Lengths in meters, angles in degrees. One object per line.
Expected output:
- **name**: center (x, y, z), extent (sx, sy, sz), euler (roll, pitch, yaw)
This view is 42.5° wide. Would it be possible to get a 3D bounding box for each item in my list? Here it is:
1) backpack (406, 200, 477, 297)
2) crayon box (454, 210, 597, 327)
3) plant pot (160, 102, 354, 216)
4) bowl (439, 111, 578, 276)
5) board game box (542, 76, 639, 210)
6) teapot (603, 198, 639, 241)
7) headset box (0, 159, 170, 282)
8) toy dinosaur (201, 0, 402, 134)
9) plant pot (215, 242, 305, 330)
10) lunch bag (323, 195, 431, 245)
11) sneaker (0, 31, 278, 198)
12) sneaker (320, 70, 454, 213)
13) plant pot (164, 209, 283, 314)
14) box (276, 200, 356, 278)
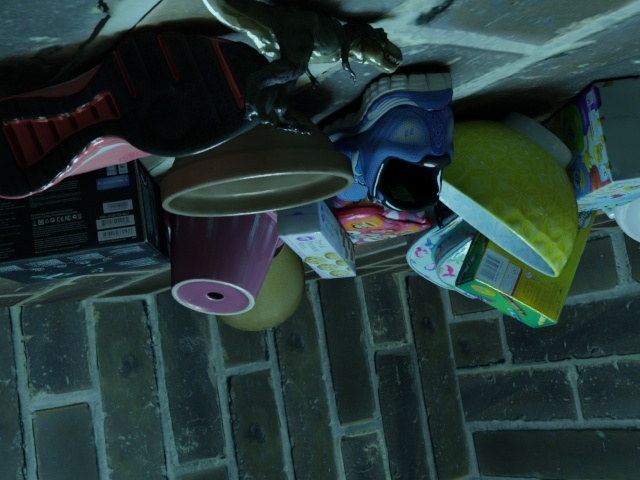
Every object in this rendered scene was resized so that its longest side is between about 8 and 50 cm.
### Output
- **backpack**: center (0.294, -0.003, 1.601), extent (0.225, 0.191, 0.254), euler (30, 136, -34)
- **crayon box**: center (0.362, -0.012, 1.406), extent (0.165, 0.278, 0.081), euler (28, 163, -9)
- **plant pot**: center (-0.082, -0.105, 1.020), extent (0.238, 0.109, 0.237), euler (-8, 172, -1)
- **bowl**: center (0.275, -0.093, 1.204), extent (0.156, 0.289, 0.289), euler (-51, 168, 2)
- **board game box**: center (0.434, -0.135, 1.238), extent (0.145, 0.141, 0.275), euler (-8, 172, -6)
- **teapot**: center (0.627, -0.120, 1.465), extent (0.256, 0.187, 0.252), euler (17, 140, -15)
- **headset box**: center (-0.367, -0.022, 1.244), extent (0.247, 0.131, 0.283), euler (-8, 172, -3)
- **toy dinosaur**: center (-0.030, -0.156, 0.714), extent (0.064, 0.118, 0.268), euler (16, -172, 37)
- **plant pot**: center (-0.141, 0.041, 1.749), extent (0.237, 0.237, 0.254), euler (-7, 157, -9)
- **lunch bag**: center (0.038, -0.061, 1.491), extent (0.258, 0.120, 0.293), euler (-9, 170, 31)
- **sneaker**: center (-0.190, -0.135, 0.813), extent (0.314, 0.115, 0.136), euler (-13, -165, 11)
- **sneaker**: center (0.079, -0.098, 1.077), extent (0.130, 0.147, 0.330), euler (-5, 169, -15)
- **plant pot**: center (-0.154, 0.010, 1.291), extent (0.202, 0.180, 0.201), euler (5, 150, 3)
- **box**: center (0.000, 0.000, 1.315), extent (0.067, 0.063, 0.324), euler (-7, 165, 9)
